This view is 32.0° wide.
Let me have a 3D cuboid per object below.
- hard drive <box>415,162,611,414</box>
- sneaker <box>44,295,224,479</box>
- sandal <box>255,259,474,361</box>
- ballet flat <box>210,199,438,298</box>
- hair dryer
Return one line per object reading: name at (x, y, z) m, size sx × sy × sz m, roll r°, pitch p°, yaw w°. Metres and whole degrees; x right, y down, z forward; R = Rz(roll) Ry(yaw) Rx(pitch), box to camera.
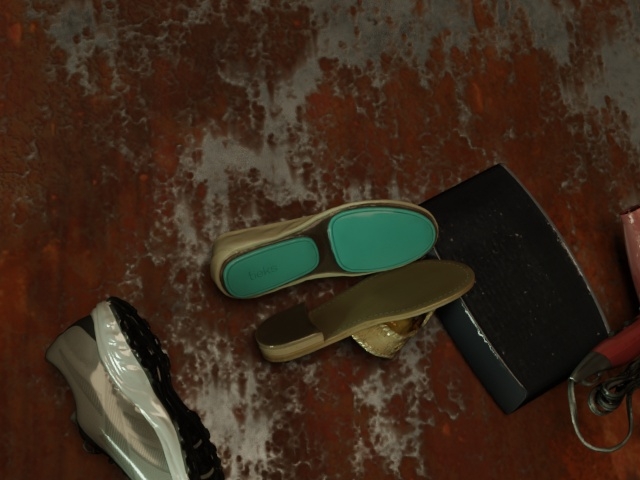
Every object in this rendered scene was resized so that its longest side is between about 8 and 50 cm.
hard drive at (0.210, 0.045, 1.250) m, size 0.172 × 0.054 × 0.254 m, roll -27°, pitch 80°, yaw -19°
sneaker at (-0.179, 0.195, 1.109) m, size 0.108 × 0.100 × 0.271 m, roll -29°, pitch 84°, yaw 7°
sandal at (0.054, 0.094, 1.201) m, size 0.240 × 0.079 × 0.088 m, roll -18°, pitch 33°, yaw -3°
ballet flat at (0.000, 0.000, 1.204) m, size 0.248 × 0.086 × 0.086 m, roll -11°, pitch 75°, yaw -11°
hair dryer at (0.364, 0.096, 1.216) m, size 0.223 × 0.080 × 0.293 m, roll 22°, pitch 62°, yaw -38°
